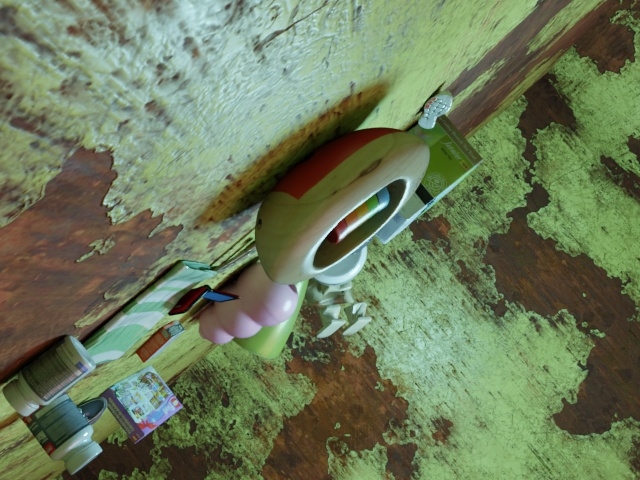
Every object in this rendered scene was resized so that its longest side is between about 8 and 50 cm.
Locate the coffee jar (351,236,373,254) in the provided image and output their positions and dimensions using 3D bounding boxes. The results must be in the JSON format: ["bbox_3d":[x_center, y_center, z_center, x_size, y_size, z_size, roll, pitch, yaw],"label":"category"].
[{"bbox_3d":[0.081,-0.047,1.920,0.096,0.184,0.079,-42,174,29],"label":"coffee jar"}]

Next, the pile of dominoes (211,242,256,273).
[{"bbox_3d":[-0.177,0.008,1.527,0.251,0.040,0.196,-32,179,1],"label":"pile of dominoes"}]

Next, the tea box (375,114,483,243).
[{"bbox_3d":[0.285,-0.195,1.912,0.323,0.220,0.329,-39,175,-12],"label":"tea box"}]

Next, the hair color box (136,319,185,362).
[{"bbox_3d":[-0.469,0.295,1.755,0.141,0.043,0.072,-41,175,23],"label":"hair color box"}]

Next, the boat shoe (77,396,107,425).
[{"bbox_3d":[-0.737,0.542,1.805,0.206,0.075,0.065,-31,174,-32],"label":"boat shoe"}]

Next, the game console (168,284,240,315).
[{"bbox_3d":[-0.283,0.157,1.447,0.124,0.085,0.144,-49,-165,-28],"label":"game console"}]

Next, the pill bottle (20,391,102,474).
[{"bbox_3d":[-0.586,0.436,1.367,0.108,0.180,0.108,-39,174,-5],"label":"pill bottle"}]

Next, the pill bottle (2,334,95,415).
[{"bbox_3d":[-0.473,0.236,1.045,0.137,0.078,0.078,-38,175,-15],"label":"pill bottle"}]

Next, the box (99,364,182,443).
[{"bbox_3d":[-0.625,0.570,2.113,0.057,0.201,0.293,-41,174,11],"label":"box"}]

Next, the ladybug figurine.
[{"bbox_3d":[0.040,-0.092,1.229,0.449,0.162,0.305,-35,158,-24],"label":"ladybug figurine"}]

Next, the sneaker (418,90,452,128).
[{"bbox_3d":[0.313,-0.371,1.634,0.065,0.061,0.158,-67,-172,-25],"label":"sneaker"}]

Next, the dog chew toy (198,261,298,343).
[{"bbox_3d":[-0.236,0.209,1.874,0.332,0.207,0.206,-33,176,7],"label":"dog chew toy"}]

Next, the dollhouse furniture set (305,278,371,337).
[{"bbox_3d":[-0.060,0.224,2.420,0.394,0.362,0.256,0,149,-35],"label":"dollhouse furniture set"}]

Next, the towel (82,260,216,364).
[{"bbox_3d":[-0.379,0.161,1.289,0.325,0.038,0.248,-40,174,0],"label":"towel"}]

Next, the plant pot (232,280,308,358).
[{"bbox_3d":[-0.175,0.207,2.074,0.293,0.275,0.275,-55,172,10],"label":"plant pot"}]

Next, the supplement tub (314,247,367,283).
[{"bbox_3d":[0.045,0.042,2.158,0.235,0.235,0.325,-39,174,-3],"label":"supplement tub"}]
